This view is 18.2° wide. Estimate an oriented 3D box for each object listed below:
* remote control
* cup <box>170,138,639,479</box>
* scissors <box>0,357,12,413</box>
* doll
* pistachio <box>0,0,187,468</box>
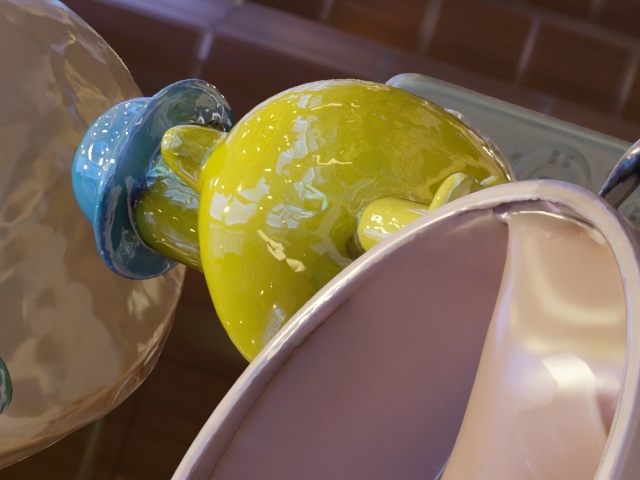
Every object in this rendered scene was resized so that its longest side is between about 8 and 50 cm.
[{"bbox_3d":[0.168,-0.038,1.369,0.038,0.309,0.090,-114,44,-63],"label":"remote control"},{"bbox_3d":[0.094,0.093,0.535,0.253,0.200,0.191,-58,24,-12],"label":"cup"},{"bbox_3d":[-0.275,0.088,0.912,0.393,0.180,0.032,-9,98,58],"label":"scissors"},{"bbox_3d":[0.000,0.000,0.932,0.145,0.199,0.363,-60,28,-9],"label":"doll"},{"bbox_3d":[-0.264,-0.020,1.275,0.445,0.365,0.281,-100,23,-53],"label":"pistachio"}]
